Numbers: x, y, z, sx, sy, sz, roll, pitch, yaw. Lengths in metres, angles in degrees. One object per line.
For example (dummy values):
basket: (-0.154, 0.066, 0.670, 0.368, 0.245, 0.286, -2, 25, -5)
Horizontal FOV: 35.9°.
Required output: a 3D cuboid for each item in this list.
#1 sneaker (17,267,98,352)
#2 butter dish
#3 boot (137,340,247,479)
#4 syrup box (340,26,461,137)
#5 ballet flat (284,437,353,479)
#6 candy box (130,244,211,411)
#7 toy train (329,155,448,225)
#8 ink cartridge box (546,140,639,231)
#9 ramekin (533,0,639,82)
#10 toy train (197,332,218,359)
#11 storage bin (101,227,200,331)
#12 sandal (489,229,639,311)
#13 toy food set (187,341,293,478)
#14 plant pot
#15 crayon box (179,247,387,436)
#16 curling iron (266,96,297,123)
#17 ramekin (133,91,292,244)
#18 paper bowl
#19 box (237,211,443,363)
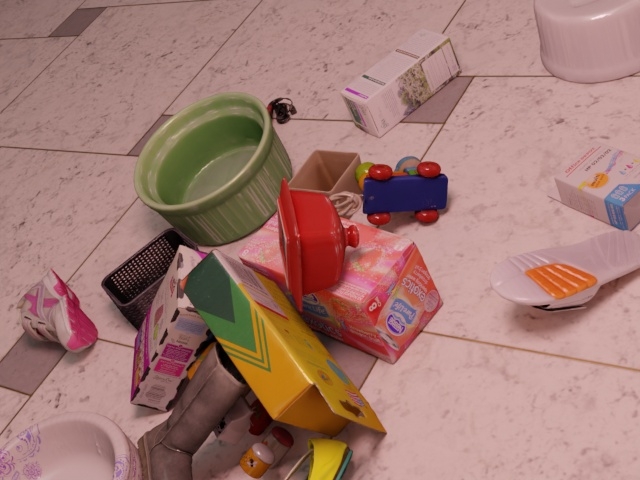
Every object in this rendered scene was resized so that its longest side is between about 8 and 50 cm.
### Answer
sneaker: (-0.511, 0.156, 1.893, 0.111, 0.103, 0.252, -39, 32, -8)
butter dish: (0.000, 0.000, 1.481, 0.118, 0.160, 0.160, -8, 40, -7)
boot: (-0.171, 0.275, 1.416, 0.208, 0.076, 0.190, -44, 47, 12)
syrup box: (0.165, -0.324, 2.018, 0.237, 0.093, 0.096, -39, 39, -13)
ballet flat: (-0.024, 0.365, 1.352, 0.077, 0.077, 0.231, 22, 47, 4)
candy box: (-0.244, 0.147, 1.642, 0.159, 0.071, 0.233, -99, 31, -51)
toy train: (0.089, -0.098, 1.749, 0.247, 0.105, 0.143, -4, 24, -10)
ink cartridge box: (0.457, -0.095, 1.600, 0.104, 0.062, 0.181, -40, 39, -15)
ramekin: (0.542, -0.438, 1.882, 0.277, 0.135, 0.277, -17, 39, 14)
toy train: (-0.132, 0.161, 1.643, 0.184, 0.080, 0.105, -31, 58, 18)
storage bin: (-0.306, 0.074, 1.861, 0.180, 0.084, 0.122, -39, 38, -15)
sandal: (0.379, 0.060, 1.472, 0.265, 0.076, 0.102, -14, 44, -16)
toy food set: (-0.101, 0.245, 1.490, 0.104, 0.111, 0.232, -51, 43, 11)
plant pot: (0.021, -0.096, 1.842, 0.109, 0.096, 0.109, 9, 51, 38)
crayon box: (-0.054, 0.170, 1.439, 0.081, 0.202, 0.318, -44, 59, 6)
curling iron: (-0.117, -0.218, 2.118, 0.068, 0.035, 0.274, -4, 43, 28)
ramekin: (-0.204, -0.136, 1.962, 0.303, 0.148, 0.303, -17, 46, 18)
paper bowl: (-0.380, 0.409, 1.470, 0.284, 0.148, 0.284, -17, 38, 14)
box: (0.028, 0.061, 1.613, 0.300, 0.154, 0.142, 19, 58, 43)
